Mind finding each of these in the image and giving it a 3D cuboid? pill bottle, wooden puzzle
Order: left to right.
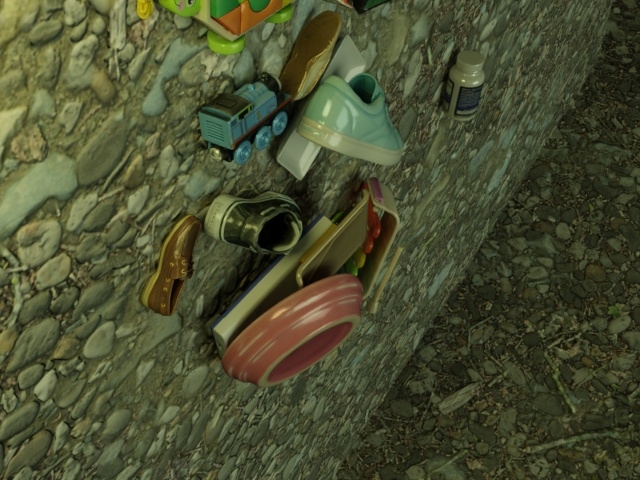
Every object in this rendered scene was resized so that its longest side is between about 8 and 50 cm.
[{"bbox_3d":[0.021,0.022,1.766,0.239,0.044,0.221,-52,166,-16],"label":"wooden puzzle"},{"bbox_3d":[0.375,-0.404,2.250,0.094,0.094,0.169,-45,154,-37],"label":"pill bottle"}]

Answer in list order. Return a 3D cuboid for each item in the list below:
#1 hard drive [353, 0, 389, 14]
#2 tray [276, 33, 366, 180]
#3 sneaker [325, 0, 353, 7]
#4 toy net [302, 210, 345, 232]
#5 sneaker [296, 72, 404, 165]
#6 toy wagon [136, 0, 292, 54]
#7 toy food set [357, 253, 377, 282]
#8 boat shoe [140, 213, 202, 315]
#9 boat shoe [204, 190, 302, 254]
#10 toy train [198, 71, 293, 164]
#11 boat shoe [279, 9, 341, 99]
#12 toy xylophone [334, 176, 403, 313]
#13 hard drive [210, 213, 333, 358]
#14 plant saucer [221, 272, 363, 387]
[{"bbox_3d":[0.191,-0.529,1.446,0.237,0.064,0.339,-29,172,-23],"label":"hard drive"},{"bbox_3d":[-0.004,-0.254,1.649,0.270,0.030,0.145,-61,160,-2],"label":"tray"},{"bbox_3d":[0.021,-0.435,1.447,0.158,0.061,0.065,3,107,-68],"label":"sneaker"},{"bbox_3d":[0.000,0.000,1.964,0.122,0.045,0.232,-59,159,20],"label":"toy net"},{"bbox_3d":[0.093,-0.238,1.664,0.150,0.135,0.366,-64,160,13],"label":"sneaker"},{"bbox_3d":[-0.112,-0.385,1.181,0.344,0.068,0.267,-45,153,-38],"label":"toy wagon"},{"bbox_3d":[0.138,0.043,2.162,0.192,0.038,0.132,-146,-111,-76],"label":"toy food set"},{"bbox_3d":[-0.236,0.043,1.438,0.178,0.060,0.064,-65,159,7],"label":"boat shoe"},{"bbox_3d":[-0.095,-0.017,1.600,0.121,0.119,0.335,-67,162,11],"label":"boat shoe"},{"bbox_3d":[-0.117,-0.199,1.393,0.184,0.080,0.105,-45,147,-37],"label":"toy train"},{"bbox_3d":[-0.015,-0.320,1.508,0.170,0.063,0.059,-56,163,11],"label":"boat shoe"},{"bbox_3d":[0.111,0.021,2.034,0.236,0.081,0.323,-105,-150,-61],"label":"toy xylophone"},{"bbox_3d":[-0.094,0.105,1.776,0.319,0.040,0.210,-46,165,-18],"label":"hard drive"},{"bbox_3d":[-0.041,0.197,1.766,0.332,0.084,0.332,-31,162,-11],"label":"plant saucer"}]
